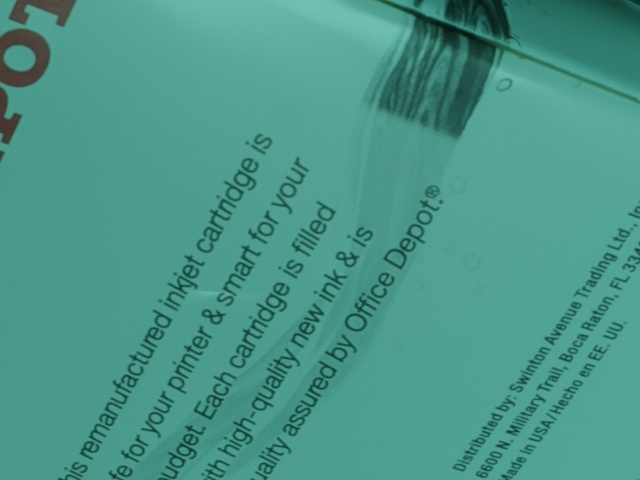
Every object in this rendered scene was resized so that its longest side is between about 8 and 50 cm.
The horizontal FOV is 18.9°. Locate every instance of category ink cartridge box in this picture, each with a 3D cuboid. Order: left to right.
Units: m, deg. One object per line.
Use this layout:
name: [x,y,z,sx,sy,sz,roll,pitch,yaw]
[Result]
ink cartridge box: [0.000,0.000,0.535,0.289,0.121,0.211,19,123,-20]

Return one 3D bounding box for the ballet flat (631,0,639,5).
ballet flat: [-0.031,-0.181,0.373,0.482,0.164,0.182,17,86,-19]
